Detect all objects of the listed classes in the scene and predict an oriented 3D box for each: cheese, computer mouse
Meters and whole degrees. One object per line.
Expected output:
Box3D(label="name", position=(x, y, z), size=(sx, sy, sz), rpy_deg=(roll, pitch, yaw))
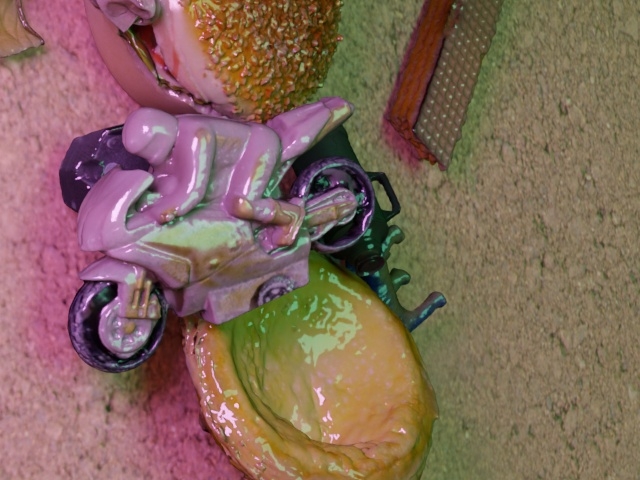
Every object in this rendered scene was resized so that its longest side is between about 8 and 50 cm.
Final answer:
Box3D(label="cheese", position=(-0.288, -0.213, 1.627), size=(0.060, 0.041, 0.084), rpy_deg=(-25, 119, -41))
Box3D(label="computer mouse", position=(-0.154, -0.053, 1.726), size=(0.231, 0.071, 0.126), rpy_deg=(6, 88, -37))

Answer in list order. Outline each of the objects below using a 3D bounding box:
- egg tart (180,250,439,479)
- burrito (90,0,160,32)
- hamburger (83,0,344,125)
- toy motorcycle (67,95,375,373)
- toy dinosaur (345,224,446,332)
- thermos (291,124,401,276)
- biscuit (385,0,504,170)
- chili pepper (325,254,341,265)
Box3D(label="egg tart", position=(-0.023, 0.148, 1.789), size=(0.315, 0.120, 0.315), rpy_deg=(23, 48, -29))
Box3D(label="burrito", position=(-0.217, -0.312, 1.628), size=(0.059, 0.082, 0.275), rpy_deg=(-15, 74, -30))
Box3D(label="hamburger", position=(-0.094, -0.246, 1.758), size=(0.302, 0.170, 0.302), rpy_deg=(10, 77, -48))
Box3D(label="toy motorcycle", position=(-0.102, -0.033, 1.652), size=(0.341, 0.108, 0.223), rpy_deg=(-26, 111, -25))
Box3D(label="toy dinosaur", position=(0.043, 0.077, 1.958), size=(0.188, 0.075, 0.247), rpy_deg=(-52, 129, -31))
Box3D(label="thermos", position=(0.024, -0.044, 1.875), size=(0.083, 0.073, 0.187), rpy_deg=(5, 48, -36))
Box3D(label="biscuit", position=(0.167, -0.255, 2.155), size=(0.094, 0.054, 0.378), rpy_deg=(44, 54, -38))
Box3D(label="chili pepper", position=(-0.001, 0.000, 1.935), size=(0.050, 0.041, 0.153), rpy_deg=(46, 33, -61))
